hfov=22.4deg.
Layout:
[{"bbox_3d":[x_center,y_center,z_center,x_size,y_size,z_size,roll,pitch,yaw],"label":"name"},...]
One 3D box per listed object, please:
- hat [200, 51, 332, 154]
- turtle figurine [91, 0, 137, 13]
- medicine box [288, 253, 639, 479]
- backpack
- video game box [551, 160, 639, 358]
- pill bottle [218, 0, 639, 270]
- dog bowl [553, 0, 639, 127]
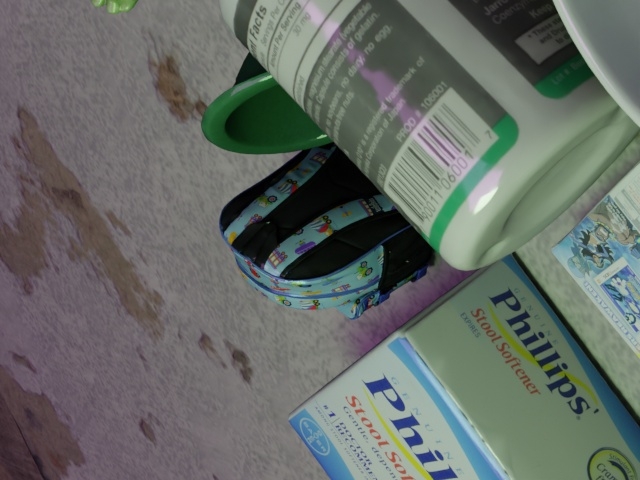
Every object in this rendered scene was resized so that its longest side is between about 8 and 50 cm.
[{"bbox_3d":[-0.022,-0.198,1.412,0.208,0.173,0.183,-24,68,31],"label":"hat"},{"bbox_3d":[-0.259,-0.301,1.503,0.266,0.198,0.274,81,-171,-65],"label":"turtle figurine"},{"bbox_3d":[0.141,0.193,1.475,0.263,0.149,0.289,54,152,5],"label":"medicine box"},{"bbox_3d":[0.000,0.000,1.470,0.158,0.173,0.117,36,144,32],"label":"backpack"},{"bbox_3d":[0.286,0.038,1.208,0.205,0.048,0.187,52,149,9],"label":"video game box"},{"bbox_3d":[0.056,-0.170,1.187,0.361,0.204,0.204,48,150,15],"label":"pill bottle"},{"bbox_3d":[0.227,-0.160,0.829,0.265,0.104,0.265,49,157,28],"label":"dog bowl"}]
